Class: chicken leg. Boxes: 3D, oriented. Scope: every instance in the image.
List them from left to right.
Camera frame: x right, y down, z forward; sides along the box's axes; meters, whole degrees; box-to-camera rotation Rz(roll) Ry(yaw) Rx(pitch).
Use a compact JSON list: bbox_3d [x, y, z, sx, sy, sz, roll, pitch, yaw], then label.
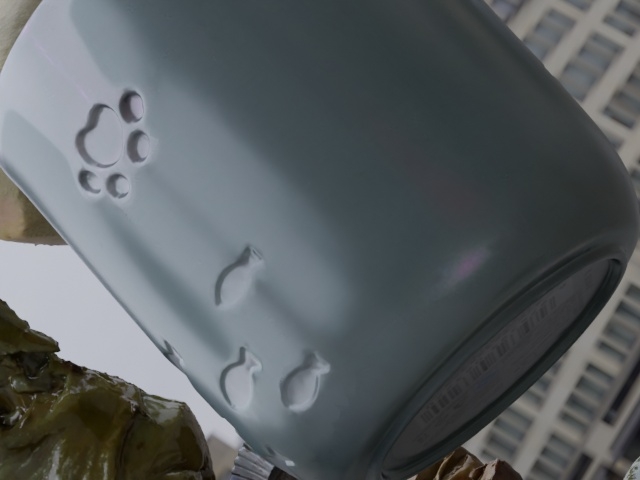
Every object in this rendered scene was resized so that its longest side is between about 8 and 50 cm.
[{"bbox_3d":[-0.218,0.131,1.165,0.201,0.429,0.153,-36,17,4],"label":"chicken leg"}]

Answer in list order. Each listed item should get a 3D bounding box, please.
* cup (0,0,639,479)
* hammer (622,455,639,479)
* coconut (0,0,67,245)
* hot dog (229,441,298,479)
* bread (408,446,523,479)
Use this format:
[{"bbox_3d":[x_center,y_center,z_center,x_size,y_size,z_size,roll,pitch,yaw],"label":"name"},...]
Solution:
[{"bbox_3d":[0.000,0.000,0.904,0.259,0.274,0.357,-33,-22,-25],"label":"cup"},{"bbox_3d":[0.318,0.178,0.984,0.305,0.201,0.113,11,-98,-56],"label":"hammer"},{"bbox_3d":[-0.247,-0.109,1.431,0.233,0.233,0.245,97,-176,-59],"label":"coconut"},{"bbox_3d":[-0.004,0.163,1.237,0.108,0.059,0.191,-61,-26,9],"label":"hot dog"},{"bbox_3d":[0.180,0.413,1.942,0.277,0.324,0.167,-50,18,-24],"label":"bread"}]
